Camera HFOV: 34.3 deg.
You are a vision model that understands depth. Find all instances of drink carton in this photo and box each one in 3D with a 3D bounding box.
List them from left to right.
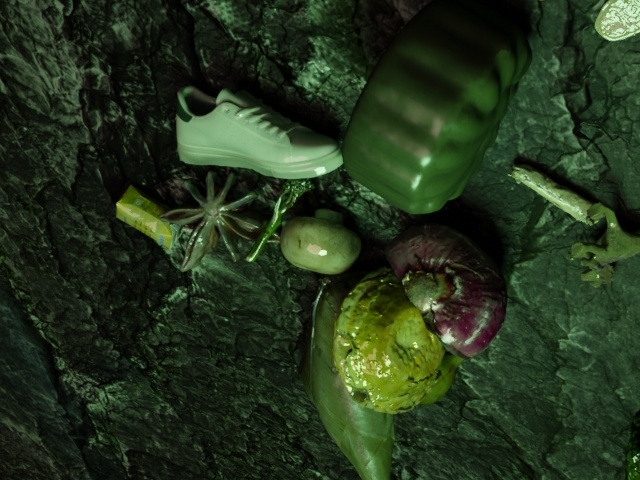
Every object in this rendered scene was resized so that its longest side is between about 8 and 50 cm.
[{"bbox_3d":[-0.348,-0.038,2.264,0.200,0.074,0.084,30,149,5],"label":"drink carton"}]

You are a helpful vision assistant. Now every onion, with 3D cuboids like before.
[{"bbox_3d":[0.272,0.088,1.964,0.159,0.349,0.267,-35,69,13],"label":"onion"}]

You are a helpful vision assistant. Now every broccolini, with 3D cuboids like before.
[{"bbox_3d":[-0.091,-0.044,2.063,0.067,0.058,0.216,30,100,-18],"label":"broccolini"}]

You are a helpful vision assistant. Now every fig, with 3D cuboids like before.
[{"bbox_3d":[0.261,0.252,2.164,0.236,0.124,0.124,-35,105,20],"label":"fig"}]

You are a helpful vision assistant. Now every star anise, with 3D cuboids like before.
[{"bbox_3d":[-0.216,-0.046,2.163,0.258,0.110,0.198,-21,89,22],"label":"star anise"}]

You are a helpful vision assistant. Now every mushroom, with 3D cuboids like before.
[{"bbox_3d":[0.000,0.000,2.067,0.166,0.127,0.166,11,165,3],"label":"mushroom"}]

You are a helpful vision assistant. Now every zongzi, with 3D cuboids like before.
[{"bbox_3d":[0.083,0.278,2.099,0.174,0.393,0.356,-7,131,-15],"label":"zongzi"}]

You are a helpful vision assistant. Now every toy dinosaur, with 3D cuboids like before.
[{"bbox_3d":[0.539,0.007,1.812,0.200,0.072,0.251,28,131,-33],"label":"toy dinosaur"}]

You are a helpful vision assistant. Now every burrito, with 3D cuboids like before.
[{"bbox_3d":[0.420,-0.084,1.837,0.185,0.041,0.045,32,176,1],"label":"burrito"}]

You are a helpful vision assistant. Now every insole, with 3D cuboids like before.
[{"bbox_3d":[0.516,-0.384,1.561,0.081,0.011,0.248,41,133,-6],"label":"insole"}]

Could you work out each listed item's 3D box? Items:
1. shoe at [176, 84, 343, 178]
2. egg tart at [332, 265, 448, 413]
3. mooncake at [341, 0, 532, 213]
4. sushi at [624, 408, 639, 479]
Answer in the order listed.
[{"bbox_3d":[-0.123,-0.220,1.967,0.363,0.132,0.160,9,124,27],"label":"shoe"},{"bbox_3d":[0.152,0.198,2.016,0.116,0.295,0.295,-2,127,54],"label":"egg tart"},{"bbox_3d":[0.193,-0.211,1.670,0.187,0.351,0.351,36,135,14],"label":"mooncake"},{"bbox_3d":[0.739,0.457,1.924,0.352,0.294,0.178,12,126,22],"label":"sushi"}]
